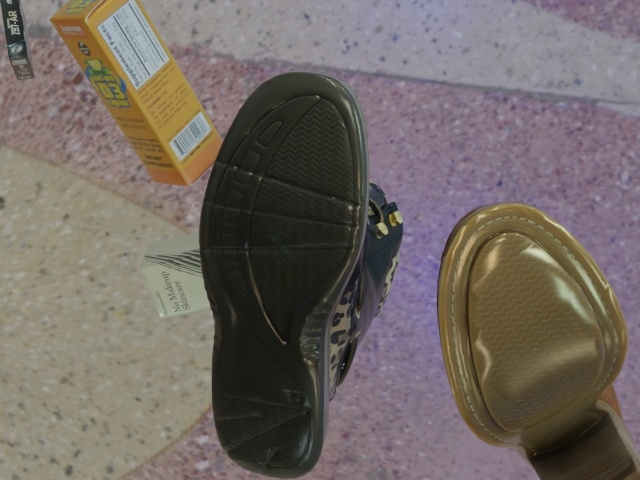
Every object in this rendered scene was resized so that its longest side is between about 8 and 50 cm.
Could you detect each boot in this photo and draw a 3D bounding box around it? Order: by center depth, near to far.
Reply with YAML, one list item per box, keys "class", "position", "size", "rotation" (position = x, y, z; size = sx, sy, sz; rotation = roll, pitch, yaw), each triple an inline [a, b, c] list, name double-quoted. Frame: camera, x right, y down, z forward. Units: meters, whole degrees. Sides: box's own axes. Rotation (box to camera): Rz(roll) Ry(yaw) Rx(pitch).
- class: "boot"
  position: [0.132, 0.049, 0.644]
  size: [0.109, 0.220, 0.283]
  rotation: [-32, 121, 9]
- class: "boot"
  position: [0.000, 0.000, 0.909]
  size: [0.138, 0.284, 0.377]
  rotation: [8, 114, 13]

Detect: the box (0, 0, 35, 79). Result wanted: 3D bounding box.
- class: "box"
  position: [-0.295, -0.199, 0.926]
  size: [0.018, 0.083, 0.067]
  rotation: [-9, 89, -13]

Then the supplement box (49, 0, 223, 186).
- class: "supplement box"
  position: [-0.201, -0.172, 1.072]
  size: [0.080, 0.078, 0.233]
  rotation: [-48, 128, -29]

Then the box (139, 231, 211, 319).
- class: "box"
  position: [-0.147, 0.040, 1.570]
  size: [0.275, 0.094, 0.113]
  rotation: [-14, 117, 9]
